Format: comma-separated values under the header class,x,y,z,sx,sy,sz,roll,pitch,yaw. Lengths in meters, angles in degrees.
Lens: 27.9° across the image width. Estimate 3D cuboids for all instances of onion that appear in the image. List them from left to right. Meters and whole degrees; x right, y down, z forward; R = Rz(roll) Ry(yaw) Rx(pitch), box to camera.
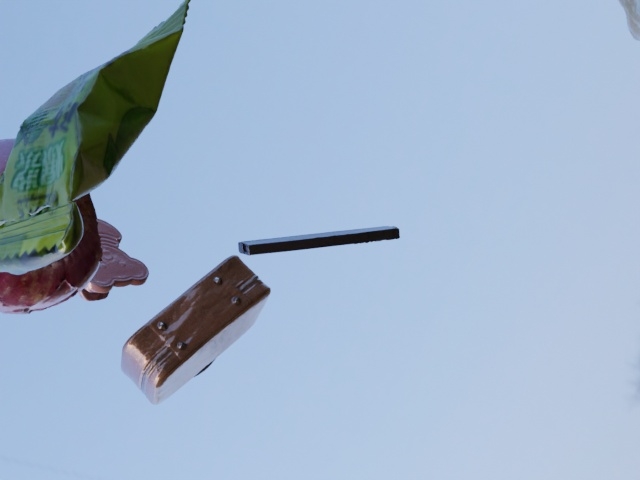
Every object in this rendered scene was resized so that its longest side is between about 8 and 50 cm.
class,x,y,z,sx,sy,sz,roll,pitch,yaw
onion,-0.375,-0.013,1.549,0.200,0.200,0.207,-28,-52,-54

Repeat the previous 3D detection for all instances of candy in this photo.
class,x,y,z,sx,sy,sz,roll,pitch,yaw
candy,-0.189,-0.086,1.018,0.069,0.149,0.246,44,-124,-24

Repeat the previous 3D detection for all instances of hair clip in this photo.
class,x,y,z,sx,sy,sz,roll,pitch,yaw
hair clip,-0.348,0.022,2.042,0.123,0.102,0.138,-2,-99,-43

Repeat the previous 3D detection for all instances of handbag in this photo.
class,x,y,z,sx,sy,sz,roll,pitch,yaw
handbag,-0.158,0.116,1.595,0.193,0.072,0.151,-41,-10,-28

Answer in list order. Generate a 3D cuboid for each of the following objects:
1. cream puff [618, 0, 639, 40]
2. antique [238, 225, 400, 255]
class,x,y,z,sx,sy,sz,roll,pitch,yaw
cream puff,0.423,-0.312,1.292,0.274,0.270,0.323,-104,-6,-74
antique,0.000,0.000,1.488,0.192,0.031,0.015,-7,-80,-22
